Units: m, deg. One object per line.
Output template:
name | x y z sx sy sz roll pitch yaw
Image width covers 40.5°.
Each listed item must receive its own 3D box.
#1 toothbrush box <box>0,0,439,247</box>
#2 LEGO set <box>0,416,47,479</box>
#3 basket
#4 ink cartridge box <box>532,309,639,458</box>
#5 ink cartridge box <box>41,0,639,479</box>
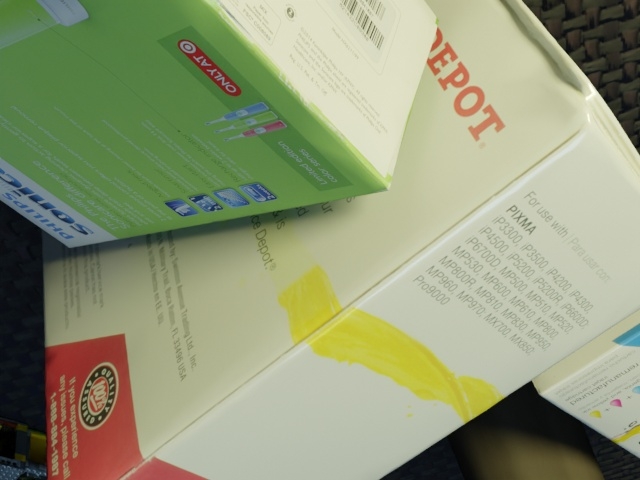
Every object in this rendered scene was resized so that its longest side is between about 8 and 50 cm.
toothbrush box | -0.114 -0.110 0.476 0.283 0.122 0.206 -10 141 40
LEGO set | -0.322 0.318 0.880 0.255 0.192 0.331 -38 131 21
basket | 0.226 0.250 0.930 0.154 0.227 0.204 -23 134 8
ink cartridge box | 0.302 0.077 0.822 0.171 0.168 0.232 -39 131 22
ink cartridge box | 0.000 0.000 0.580 0.384 0.279 0.160 -38 131 18
